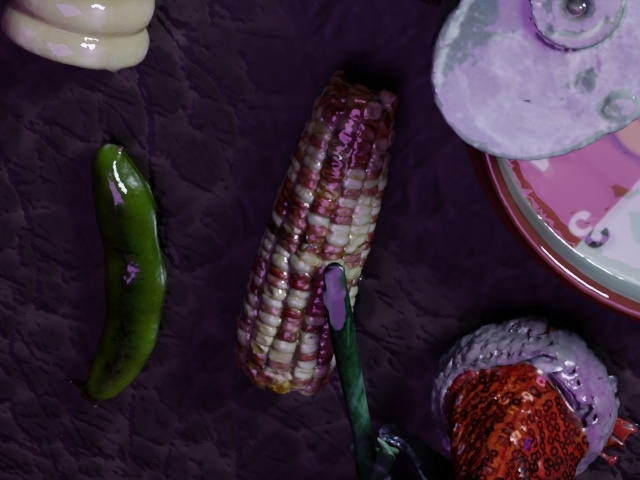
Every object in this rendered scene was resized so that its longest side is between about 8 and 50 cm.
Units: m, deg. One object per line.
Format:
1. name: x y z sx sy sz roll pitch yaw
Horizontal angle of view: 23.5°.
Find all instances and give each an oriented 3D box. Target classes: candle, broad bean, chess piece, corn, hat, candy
1. candle: 0.145 -0.132 0.829 0.168 0.068 0.192 10 117 8
2. broad bean: -0.145 0.034 1.098 0.069 0.039 0.227 20 122 10
3. chess piece: -0.134 -0.199 0.946 0.094 0.094 0.171 19 113 4
4. corn: 0.000 0.000 1.023 0.079 0.079 0.237 20 116 3
5. hat: 0.122 0.145 0.984 0.129 0.227 0.140 -38 98 28
6. candy: 0.035 0.148 1.066 0.097 0.097 0.323 0 126 15

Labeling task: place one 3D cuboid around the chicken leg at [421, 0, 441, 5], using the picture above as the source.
1. chicken leg: 0.093 -0.263 0.849 0.113 0.093 0.304 9 125 -5

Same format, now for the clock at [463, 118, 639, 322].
1. clock: 0.236 -0.091 0.904 0.318 0.080 0.319 4 112 11
